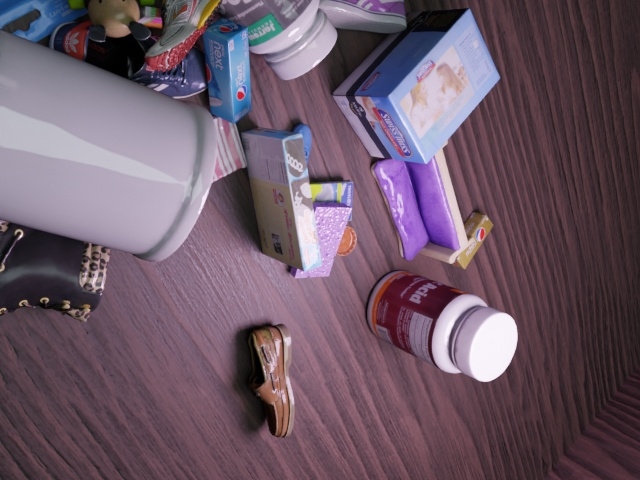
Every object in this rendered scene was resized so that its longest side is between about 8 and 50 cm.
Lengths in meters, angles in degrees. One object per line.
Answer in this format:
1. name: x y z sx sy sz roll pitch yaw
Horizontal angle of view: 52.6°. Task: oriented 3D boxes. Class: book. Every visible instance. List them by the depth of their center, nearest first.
1. book: -0.310 -0.456 1.336 0.144 0.096 0.035 -4 102 -37

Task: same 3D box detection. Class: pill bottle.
1. pill bottle: -0.130 -0.536 1.383 0.204 0.204 0.361 -53 126 -13
2. pill bottle: 0.334 0.235 1.819 0.224 0.392 0.224 -11 108 -35

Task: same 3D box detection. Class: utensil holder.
1. utensil holder: -0.437 -0.159 1.176 0.385 0.327 0.328 17 92 -38

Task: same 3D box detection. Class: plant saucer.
1. plant saucer: 0.064 0.001 1.794 0.083 0.013 0.084 -11 109 -34

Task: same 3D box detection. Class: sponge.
1. sponge: 0.000 0.000 1.699 0.117 0.031 0.210 0 118 -38

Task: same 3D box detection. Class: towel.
1. towel: -0.264 -0.199 1.484 0.197 0.029 0.144 -29 119 -28

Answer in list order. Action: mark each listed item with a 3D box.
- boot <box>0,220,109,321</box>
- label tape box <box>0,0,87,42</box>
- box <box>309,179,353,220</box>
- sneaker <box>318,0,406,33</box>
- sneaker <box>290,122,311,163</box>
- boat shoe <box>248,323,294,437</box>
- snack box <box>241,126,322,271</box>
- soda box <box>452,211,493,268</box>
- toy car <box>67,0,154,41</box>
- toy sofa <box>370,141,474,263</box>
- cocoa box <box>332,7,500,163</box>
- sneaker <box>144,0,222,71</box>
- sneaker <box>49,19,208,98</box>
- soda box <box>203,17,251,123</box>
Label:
1. boot: -0.589 0.117 1.258 0.284 0.138 0.378 17 83 -38
2. label tape box: -0.583 -0.501 1.109 0.249 0.115 0.348 -41 121 -22
3. box: 0.020 -0.102 1.716 0.178 0.042 0.109 -7 106 -35
4. sneaker: 0.091 -0.614 1.611 0.282 0.102 0.161 -5 92 -37
5. sneaker: -0.053 -0.187 1.614 0.069 0.082 0.210 15 91 -37
6. boat shoe: -0.138 0.372 1.692 0.104 0.110 0.308 -7 97 -32
7. snack box: -0.093 -0.099 1.539 0.060 0.187 0.322 -22 115 -31
8. soda box: 0.476 -0.001 2.076 0.181 0.058 0.061 -54 127 -12
9. toy car: -0.367 -0.422 1.140 0.154 0.189 0.149 -9 151 -15
10. toy sofa: 0.297 -0.105 1.856 0.177 0.150 0.363 -37 121 -25
11. cocoa box: 0.254 -0.405 1.692 0.347 0.228 0.231 -49 125 -17
12. sneaker: -0.279 -0.415 1.249 0.092 0.088 0.225 33 57 -12
13. sneaker: -0.346 -0.355 1.297 0.350 0.148 0.131 -4 103 -41
14. soda box: -0.200 -0.363 1.399 0.067 0.071 0.210 -47 154 -36
